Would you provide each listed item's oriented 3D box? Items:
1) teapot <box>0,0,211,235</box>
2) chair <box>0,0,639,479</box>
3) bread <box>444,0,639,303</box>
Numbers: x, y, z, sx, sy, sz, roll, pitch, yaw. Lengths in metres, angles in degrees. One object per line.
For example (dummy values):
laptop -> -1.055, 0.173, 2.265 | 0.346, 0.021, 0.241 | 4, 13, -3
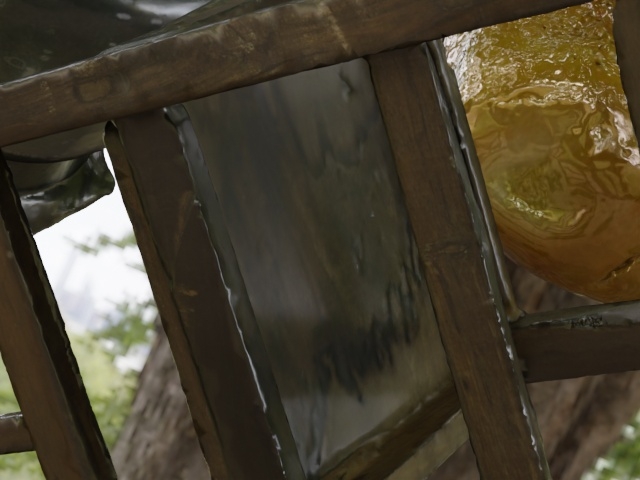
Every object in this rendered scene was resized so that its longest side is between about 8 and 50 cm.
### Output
teapot -> -0.215, -0.126, 0.841 | 0.305, 0.223, 0.285 | 3, -37, -30
chair -> 0.000, 0.000, 0.519 | 0.416, 0.203, 0.240 | -9, 15, 32
bread -> 0.232, -0.077, 0.913 | 0.328, 0.148, 0.337 | 32, 35, -6
